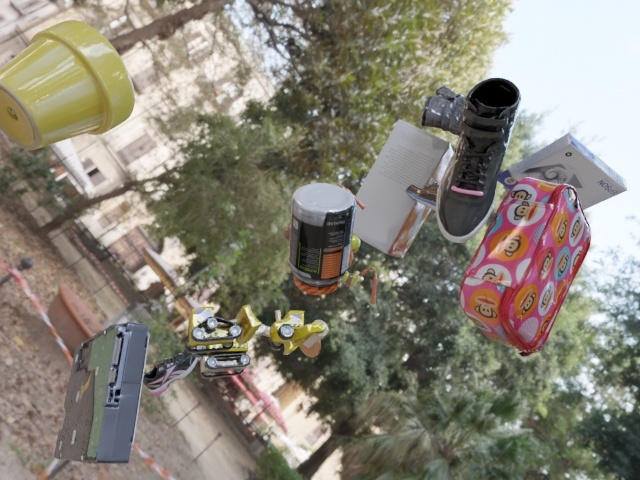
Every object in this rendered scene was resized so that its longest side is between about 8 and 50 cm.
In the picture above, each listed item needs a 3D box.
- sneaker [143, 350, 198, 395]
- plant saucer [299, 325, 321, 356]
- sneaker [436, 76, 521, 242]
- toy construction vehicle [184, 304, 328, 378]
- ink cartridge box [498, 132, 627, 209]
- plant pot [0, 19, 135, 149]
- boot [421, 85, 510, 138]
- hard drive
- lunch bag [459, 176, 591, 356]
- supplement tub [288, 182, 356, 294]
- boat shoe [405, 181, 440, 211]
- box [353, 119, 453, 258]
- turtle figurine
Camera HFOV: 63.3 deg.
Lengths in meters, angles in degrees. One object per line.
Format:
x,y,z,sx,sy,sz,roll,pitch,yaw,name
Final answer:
-0.435,0.367,1.494,0.077,0.178,0.072,54,-10,-34,sneaker
-0.033,0.266,1.362,0.083,0.013,0.083,13,-71,44,plant saucer
0.266,-0.149,0.896,0.105,0.295,0.147,17,-15,21,sneaker
-0.052,0.066,0.371,0.086,0.098,0.035,125,-42,-51,toy construction vehicle
0.586,-0.140,1.287,0.223,0.045,0.224,28,-35,-21,ink cartridge box
-0.598,-0.332,1.170,0.254,0.239,0.254,22,-43,22,plant pot
0.345,-0.269,1.258,0.223,0.338,0.118,18,-56,16,boot
-0.426,0.300,1.002,0.064,0.237,0.339,16,-27,-32,hard drive
0.394,0.058,0.973,0.120,0.293,0.258,19,-16,44,lunch bag
0.000,0.000,0.965,0.117,0.117,0.190,35,-47,37,supplement tub
0.296,-0.111,1.326,0.066,0.066,0.183,17,14,-44,boat shoe
0.235,-0.139,1.522,0.168,0.345,0.215,31,6,21,box
0.016,0.024,1.150,0.217,0.087,0.269,-8,-75,45,turtle figurine
